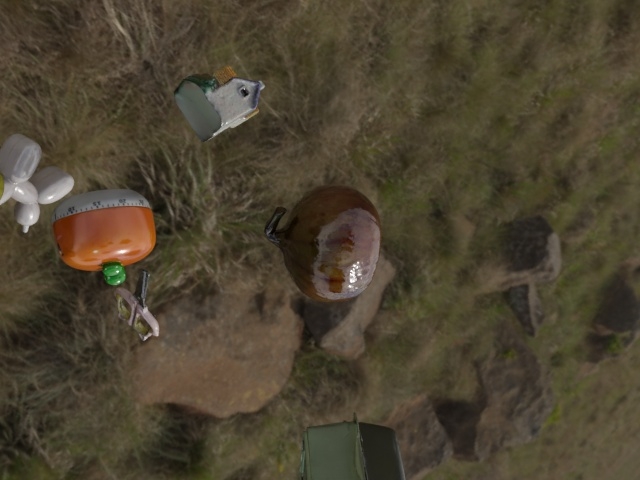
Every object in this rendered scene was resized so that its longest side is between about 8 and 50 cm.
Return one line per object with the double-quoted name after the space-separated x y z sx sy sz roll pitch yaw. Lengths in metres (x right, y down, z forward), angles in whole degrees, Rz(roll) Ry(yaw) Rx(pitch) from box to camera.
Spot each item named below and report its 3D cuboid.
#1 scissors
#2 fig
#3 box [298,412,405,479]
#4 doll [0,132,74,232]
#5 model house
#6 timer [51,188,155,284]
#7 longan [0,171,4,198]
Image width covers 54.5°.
-0.439 0.148 1.507 0.024 0.160 0.317 -42 172 -37 "scissors"
0.017 0.003 1.216 0.215 0.235 0.235 -15 146 7 "fig"
0.049 0.458 1.065 0.166 0.220 0.290 0 131 -5 "box"
-0.440 -0.065 0.871 0.160 0.059 0.161 -56 162 -13 "doll"
-0.136 -0.206 0.881 0.100 0.101 0.087 -36 102 -26 "model house"
-0.283 -0.001 0.827 0.136 0.136 0.099 -30 -175 -26 "timer"
-0.404 -0.065 0.717 0.075 0.075 0.083 -9 160 -44 "longan"
